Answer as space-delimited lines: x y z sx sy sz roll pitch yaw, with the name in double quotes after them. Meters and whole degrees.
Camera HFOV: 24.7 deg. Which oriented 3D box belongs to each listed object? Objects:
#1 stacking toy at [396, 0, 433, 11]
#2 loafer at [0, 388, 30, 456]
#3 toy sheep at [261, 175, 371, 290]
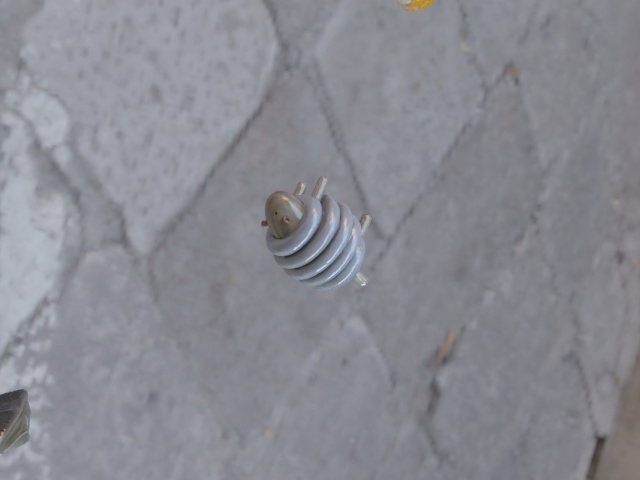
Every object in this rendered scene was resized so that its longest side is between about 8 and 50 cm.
0.078 -0.318 1.096 0.166 0.175 0.302 -8 120 -24 "stacking toy"
-0.354 0.216 1.653 0.148 0.056 0.050 -73 146 -70 "loafer"
0.000 0.000 1.316 0.132 0.091 0.091 38 67 -26 "toy sheep"
